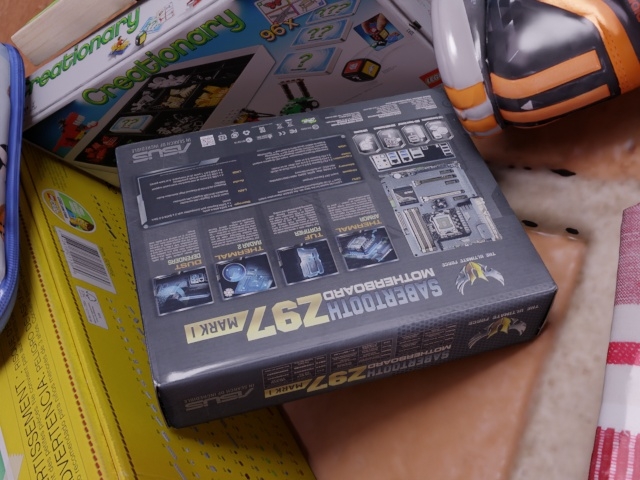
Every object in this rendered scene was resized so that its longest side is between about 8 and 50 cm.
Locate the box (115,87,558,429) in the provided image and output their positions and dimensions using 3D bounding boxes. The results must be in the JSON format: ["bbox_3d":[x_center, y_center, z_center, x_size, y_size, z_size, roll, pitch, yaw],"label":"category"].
[{"bbox_3d":[0.000,0.000,0.482,0.233,0.059,0.183,-13,52,-10],"label":"box"}]

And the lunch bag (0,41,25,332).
[{"bbox_3d":[-0.299,-0.015,0.521,0.243,0.115,0.303,-33,51,19],"label":"lunch bag"}]

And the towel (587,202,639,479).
[{"bbox_3d":[0.230,0.134,0.330,0.237,0.037,0.329,0,70,40],"label":"towel"}]

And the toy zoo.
[{"bbox_3d":[-0.108,-0.259,0.626,0.192,0.030,0.293,-18,32,35],"label":"toy zoo"}]

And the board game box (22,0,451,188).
[{"bbox_3d":[-0.061,-0.115,0.582,0.305,0.193,0.053,-20,58,31],"label":"board game box"}]

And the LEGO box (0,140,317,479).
[{"bbox_3d":[-0.241,0.175,0.588,0.372,0.193,0.500,-46,47,12],"label":"LEGO box"}]

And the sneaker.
[{"bbox_3d":[0.167,-0.219,0.513,0.180,0.124,0.321,-13,63,23],"label":"sneaker"}]
